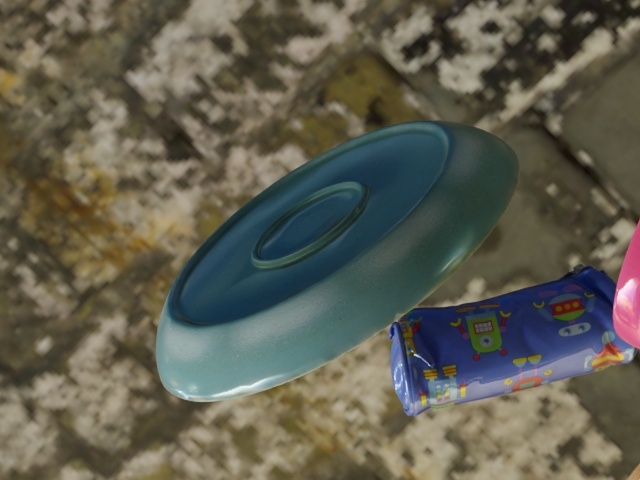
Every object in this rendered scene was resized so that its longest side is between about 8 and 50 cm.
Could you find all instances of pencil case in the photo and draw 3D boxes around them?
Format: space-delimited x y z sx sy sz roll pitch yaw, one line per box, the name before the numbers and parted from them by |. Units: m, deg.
pencil case | 0.230 0.118 1.775 0.306 0.133 0.119 -14 -17 -6

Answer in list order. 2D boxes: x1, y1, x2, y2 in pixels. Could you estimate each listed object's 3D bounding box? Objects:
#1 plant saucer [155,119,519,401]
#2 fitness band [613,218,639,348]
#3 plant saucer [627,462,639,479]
plant saucer | 0.000 0.000 1.099 0.317 0.044 0.317 -29 21 12
fitness band | 0.365 -0.028 1.374 0.291 0.054 0.209 -64 -28 0
plant saucer | 0.287 0.189 1.235 0.083 0.013 0.083 -34 -27 -20
